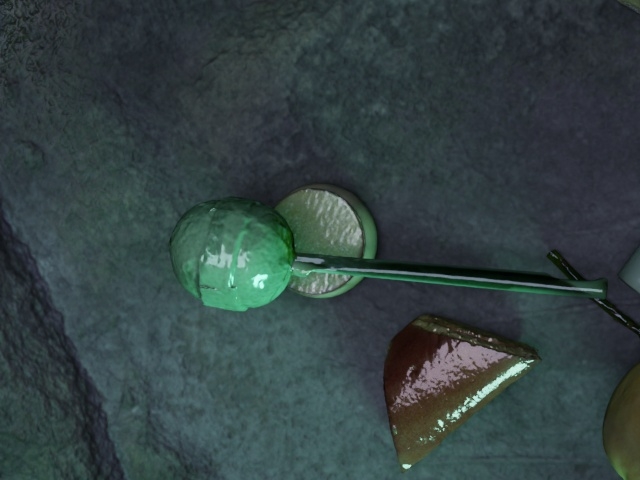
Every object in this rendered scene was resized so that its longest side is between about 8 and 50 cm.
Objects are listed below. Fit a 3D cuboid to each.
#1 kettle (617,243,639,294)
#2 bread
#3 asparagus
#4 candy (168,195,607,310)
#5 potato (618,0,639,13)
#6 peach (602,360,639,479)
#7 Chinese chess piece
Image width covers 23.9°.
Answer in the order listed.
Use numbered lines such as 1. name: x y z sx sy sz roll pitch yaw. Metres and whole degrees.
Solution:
1. kettle: 0.378 0.008 1.456 0.126 0.098 0.148 36 100 17
2. bread: 0.119 0.139 1.557 0.192 0.067 0.119 -44 81 15
3. asparagus: 0.292 0.066 1.527 0.163 0.016 0.016 41 85 12
4. candy: 0.062 0.031 1.506 0.439 0.119 0.119 7 96 11
5. potato: 0.317 -0.248 1.493 0.093 0.036 0.037 33 66 -5
6. peach: 0.388 0.183 1.409 0.232 0.232 0.233 1 94 17
7. Chinese chess piece: 0.000 0.000 1.595 0.122 0.051 0.122 2 96 18
